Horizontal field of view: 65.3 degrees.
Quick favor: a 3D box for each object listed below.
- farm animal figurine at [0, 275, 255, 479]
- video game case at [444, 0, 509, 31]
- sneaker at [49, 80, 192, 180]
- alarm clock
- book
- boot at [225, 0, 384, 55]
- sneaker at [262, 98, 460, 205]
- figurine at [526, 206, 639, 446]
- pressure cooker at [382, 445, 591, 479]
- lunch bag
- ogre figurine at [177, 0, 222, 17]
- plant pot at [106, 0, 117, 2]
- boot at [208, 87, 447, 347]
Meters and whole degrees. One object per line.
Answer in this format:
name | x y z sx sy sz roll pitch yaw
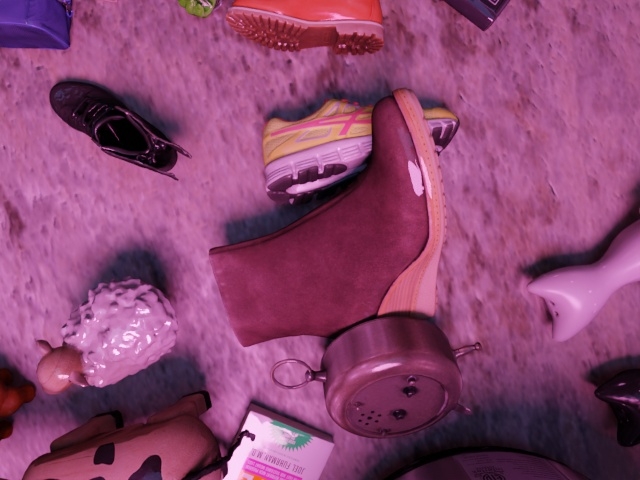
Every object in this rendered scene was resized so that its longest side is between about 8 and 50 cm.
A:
farm animal figurine | -0.216 0.240 0.421 0.327 0.172 0.330 -31 85 2
video game case | 0.156 -0.403 0.513 0.248 0.035 0.274 36 90 -2
sneaker | -0.196 -0.109 0.478 0.170 0.089 0.051 32 90 -2
alarm clock | 0.048 0.134 0.471 0.192 0.064 0.129 7 127 -9
book | -0.059 0.256 0.520 0.096 0.035 0.144 24 89 -6
boot | -0.015 -0.238 0.502 0.158 0.059 0.084 0 88 -10
sneaker | 0.038 -0.108 0.494 0.209 0.081 0.094 -14 65 -14
figurine | 0.341 0.073 0.505 0.209 0.092 0.214 -34 91 3
pressure cooker | 0.168 0.387 0.334 0.370 0.420 0.375 -36 93 -2
lunch bag | -0.290 -0.228 0.483 0.099 0.067 0.065 2 91 -2
ogre figurine | -0.123 -0.330 0.476 0.118 0.097 0.197 -24 80 10
plant pot | -0.247 -0.310 0.469 0.109 0.109 0.096 12 80 -2
boot | 0.000 0.000 0.446 0.207 0.090 0.248 -8 124 2
